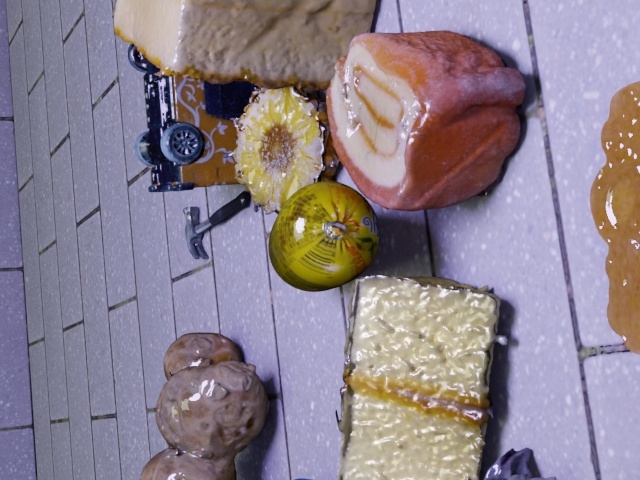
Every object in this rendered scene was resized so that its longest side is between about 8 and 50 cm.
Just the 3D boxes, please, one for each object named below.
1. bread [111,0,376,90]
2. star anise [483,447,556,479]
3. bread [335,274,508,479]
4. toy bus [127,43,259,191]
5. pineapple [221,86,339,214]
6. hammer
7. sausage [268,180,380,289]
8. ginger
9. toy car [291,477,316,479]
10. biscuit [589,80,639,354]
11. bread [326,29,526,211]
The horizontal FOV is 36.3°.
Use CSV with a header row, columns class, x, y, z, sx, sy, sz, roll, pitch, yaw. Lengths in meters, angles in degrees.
class,x,y,z,sx,sy,sz,roll,pitch,yaw
bread,-0.099,-0.326,1.280,0.279,0.279,0.207,41,126,56
star anise,0.177,0.304,0.975,0.180,0.061,0.204,123,165,-76
bread,0.109,0.170,1.104,0.142,0.178,0.266,-28,-55,-81
toy bus,-0.183,-0.241,1.523,0.162,0.194,0.323,3,97,62
pineapple,-0.054,-0.130,1.394,0.221,0.047,0.221,6,99,42
hammer,-0.180,-0.034,1.698,0.246,0.029,0.103,-24,71,58
sausage,0.000,0.000,1.195,0.347,0.123,0.123,143,124,-82
ginger,-0.192,0.326,1.552,0.256,0.176,0.375,-15,61,61
toy car,0.014,0.414,1.330,0.216,0.063,0.103,42,128,45
biscuit,0.292,-0.020,0.835,0.144,0.040,0.236,-15,77,53
bread,0.102,-0.142,1.086,0.244,0.123,0.190,49,134,51
